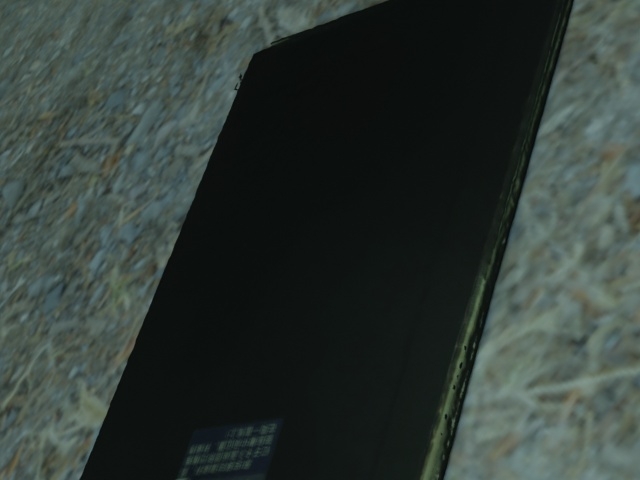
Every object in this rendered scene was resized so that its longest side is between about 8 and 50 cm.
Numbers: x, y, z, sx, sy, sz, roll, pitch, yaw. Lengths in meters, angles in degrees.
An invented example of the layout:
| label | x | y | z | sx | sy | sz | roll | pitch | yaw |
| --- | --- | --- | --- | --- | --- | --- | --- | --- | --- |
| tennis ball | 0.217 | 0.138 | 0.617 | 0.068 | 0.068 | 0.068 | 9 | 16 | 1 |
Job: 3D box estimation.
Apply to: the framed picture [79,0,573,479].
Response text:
| label | x | y | z | sx | sy | sz | roll | pitch | yaw |
| --- | --- | --- | --- | --- | --- | --- | --- | --- | --- |
| framed picture | 0.000 | 0.000 | 0.760 | 0.255 | 0.014 | 0.339 | -13 | 47 | 43 |
